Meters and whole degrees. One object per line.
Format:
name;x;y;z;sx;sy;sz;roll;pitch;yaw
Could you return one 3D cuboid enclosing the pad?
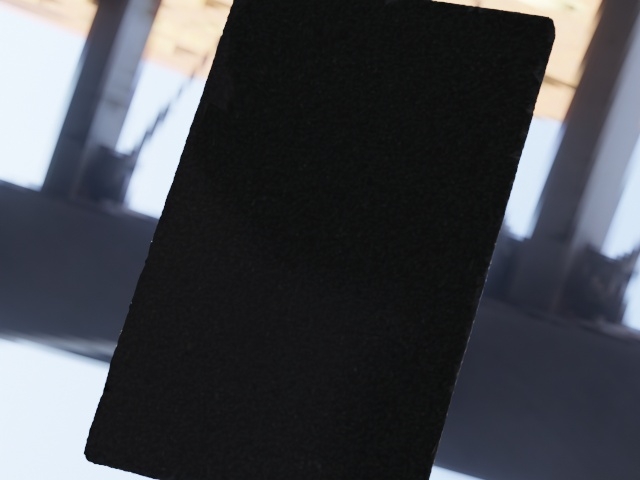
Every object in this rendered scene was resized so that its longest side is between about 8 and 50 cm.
pad;0.000;0.000;0.766;0.143;0.003;0.211;12;-105;24
